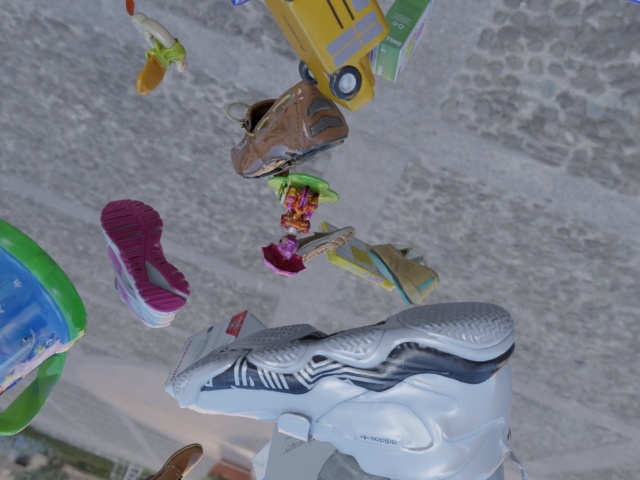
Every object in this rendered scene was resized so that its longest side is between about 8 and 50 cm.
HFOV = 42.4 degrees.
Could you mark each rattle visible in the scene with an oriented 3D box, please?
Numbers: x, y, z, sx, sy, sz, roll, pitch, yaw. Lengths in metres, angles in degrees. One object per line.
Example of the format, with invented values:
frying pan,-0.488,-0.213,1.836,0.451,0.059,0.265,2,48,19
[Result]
rattle,-0.388,-0.413,1.762,0.200,0.142,0.130,41,-176,11

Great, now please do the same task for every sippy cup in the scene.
sippy cup,-0.463,0.117,1.059,0.305,0.224,0.240,47,141,-10

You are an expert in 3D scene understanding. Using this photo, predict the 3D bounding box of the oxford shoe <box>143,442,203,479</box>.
oxford shoe,-0.385,0.624,2.177,0.076,0.212,0.076,26,150,50

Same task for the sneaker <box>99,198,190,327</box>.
sneaker,-0.300,0.042,1.350,0.103,0.252,0.111,-8,144,-29

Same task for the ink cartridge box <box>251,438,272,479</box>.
ink cartridge box,-0.044,0.469,1.782,0.180,0.060,0.104,6,139,-35

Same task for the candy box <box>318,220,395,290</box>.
candy box,0.082,0.036,1.820,0.027,0.105,0.206,-42,135,23

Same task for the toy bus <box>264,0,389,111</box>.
toy bus,-0.009,-0.344,1.158,0.108,0.130,0.332,39,168,51

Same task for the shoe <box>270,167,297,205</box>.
shoe,-0.094,-0.187,2.061,0.077,0.219,0.058,-17,151,4

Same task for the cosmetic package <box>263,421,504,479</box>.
cosmetic package,0.118,0.453,1.517,0.329,0.393,0.327,-35,115,28

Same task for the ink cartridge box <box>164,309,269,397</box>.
ink cartridge box,-0.144,0.169,1.158,0.135,0.099,0.056,-27,119,37

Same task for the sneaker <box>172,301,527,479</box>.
sneaker,0.029,0.191,0.842,0.366,0.210,0.137,-11,-175,17

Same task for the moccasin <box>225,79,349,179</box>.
moccasin,-0.080,-0.197,1.466,0.147,0.139,0.380,69,162,-3

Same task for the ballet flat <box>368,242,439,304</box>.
ballet flat,0.144,0.048,1.397,0.080,0.073,0.232,55,180,-21

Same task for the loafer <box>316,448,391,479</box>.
loafer,0.071,0.356,1.067,0.112,0.111,0.319,33,170,40

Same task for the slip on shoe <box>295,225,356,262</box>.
slip on shoe,0.000,0.000,1.522,0.041,0.135,0.051,59,169,22

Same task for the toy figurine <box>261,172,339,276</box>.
toy figurine,-0.044,-0.019,1.407,0.130,0.159,0.173,15,170,-7

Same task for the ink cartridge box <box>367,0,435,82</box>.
ink cartridge box,0.139,-0.369,1.528,0.062,0.209,0.109,28,160,9

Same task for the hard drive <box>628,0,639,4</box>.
hard drive,0.491,-0.533,1.521,0.319,0.210,0.040,31,143,31

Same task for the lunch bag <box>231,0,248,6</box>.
lunch bag,-0.066,-0.663,1.840,0.138,0.293,0.221,61,145,8
